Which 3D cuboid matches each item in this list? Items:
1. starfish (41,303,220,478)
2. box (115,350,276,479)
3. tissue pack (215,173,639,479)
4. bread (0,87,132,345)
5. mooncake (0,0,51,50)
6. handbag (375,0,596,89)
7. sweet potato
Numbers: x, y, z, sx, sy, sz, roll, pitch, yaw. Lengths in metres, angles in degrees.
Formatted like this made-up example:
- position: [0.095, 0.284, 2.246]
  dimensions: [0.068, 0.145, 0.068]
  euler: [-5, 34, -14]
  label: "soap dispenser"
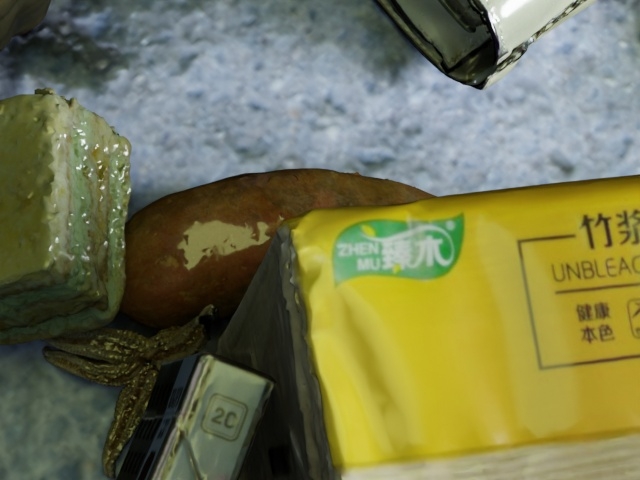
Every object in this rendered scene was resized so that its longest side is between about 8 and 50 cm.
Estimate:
- position: [-0.099, 0.079, 1.111]
  dimensions: [0.130, 0.041, 0.133]
  euler: [-40, 83, 22]
  label: "starfish"
- position: [-0.116, 0.217, 0.959]
  dimensions: [0.047, 0.180, 0.325]
  euler: [24, 80, -8]
  label: "box"
- position: [0.152, 0.092, 1.015]
  dimensions: [0.381, 0.293, 0.228]
  euler: [-6, 75, -12]
  label: "tissue pack"
- position: [-0.215, -0.003, 1.093]
  dimensions: [0.196, 0.102, 0.138]
  euler: [-15, 60, 18]
  label: "bread"
- position: [-0.270, -0.214, 1.185]
  dimensions: [0.228, 0.124, 0.228]
  euler: [1, 70, -3]
  label: "mooncake"
- position: [0.177, -0.293, 1.263]
  dimensions: [0.358, 0.160, 0.237]
  euler: [-35, 82, -18]
  label: "handbag"
- position: [0.001, -0.002, 1.151]
  dimensions: [0.291, 0.097, 0.097]
  euler: [-6, 69, -11]
  label: "sweet potato"
